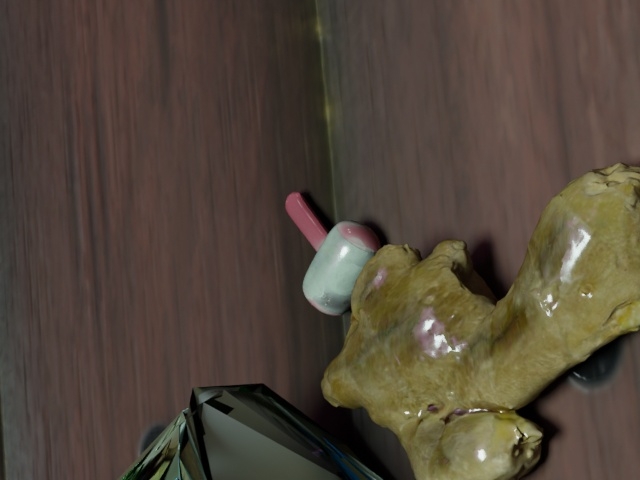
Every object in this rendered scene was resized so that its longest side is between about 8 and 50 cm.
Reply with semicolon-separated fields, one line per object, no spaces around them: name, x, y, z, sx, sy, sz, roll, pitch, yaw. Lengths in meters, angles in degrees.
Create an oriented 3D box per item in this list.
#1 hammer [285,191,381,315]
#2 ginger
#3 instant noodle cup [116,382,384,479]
hammer;0.000;0.000;1.024;0.052;0.031;0.083;-58;41;20
ginger;0.077;0.034;0.912;0.133;0.059;0.214;51;122;33
instant noodle cup;-0.044;0.198;0.916;0.178;0.240;0.240;-51;51;18
